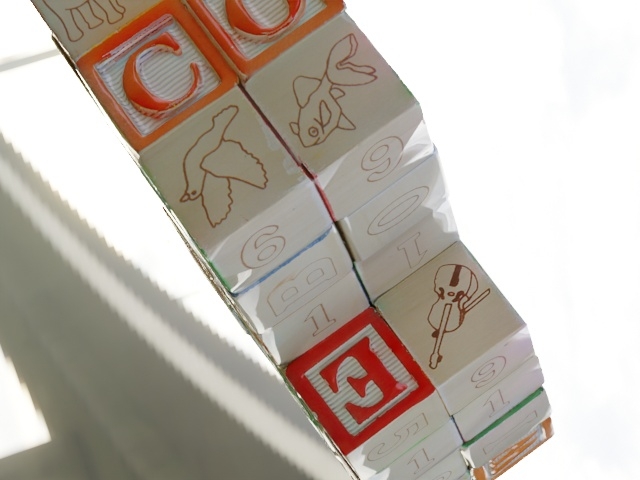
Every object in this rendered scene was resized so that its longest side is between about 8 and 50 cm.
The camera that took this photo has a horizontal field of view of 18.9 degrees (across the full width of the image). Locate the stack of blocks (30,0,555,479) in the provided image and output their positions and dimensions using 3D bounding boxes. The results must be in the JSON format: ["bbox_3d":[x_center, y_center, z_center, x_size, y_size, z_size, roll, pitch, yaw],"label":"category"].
[{"bbox_3d":[0.000,0.000,0.755,0.171,0.087,0.297,53,-4,23],"label":"stack of blocks"}]
